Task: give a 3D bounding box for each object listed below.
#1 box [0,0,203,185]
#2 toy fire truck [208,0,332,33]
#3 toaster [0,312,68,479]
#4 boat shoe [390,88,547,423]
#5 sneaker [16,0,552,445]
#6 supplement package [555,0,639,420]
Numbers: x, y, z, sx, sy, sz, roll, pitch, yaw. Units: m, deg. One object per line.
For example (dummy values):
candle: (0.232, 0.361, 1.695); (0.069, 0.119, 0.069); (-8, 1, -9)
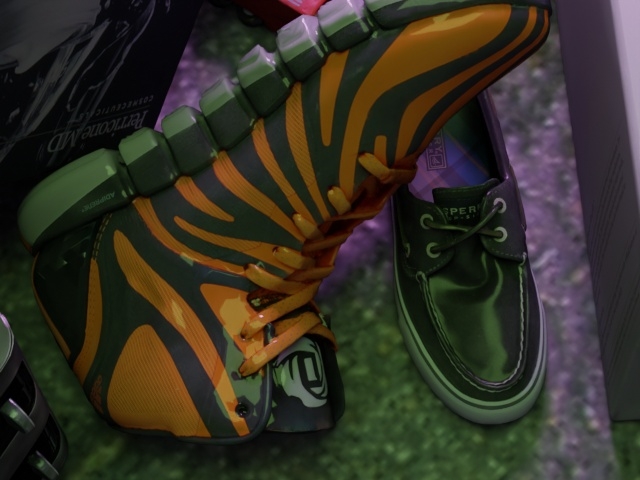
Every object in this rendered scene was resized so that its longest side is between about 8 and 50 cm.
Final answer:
box: (-0.187, -0.190, 0.746); (0.179, 0.312, 0.343); (34, 27, 18)
toy fire truck: (-0.013, -0.193, 0.967); (0.192, 0.047, 0.135); (33, 72, 17)
toaster: (-0.223, 0.074, 0.795); (0.185, 0.168, 0.110); (33, 69, 16)
boat shoe: (0.076, -0.017, 0.864); (0.080, 0.076, 0.228); (-6, 65, 1)
sneaker: (0.000, 0.000, 0.815); (0.321, 0.124, 0.180); (-30, 72, 25)
supplement package: (0.227, -0.076, 0.826); (0.175, 0.177, 0.293); (-4, 66, 2)
